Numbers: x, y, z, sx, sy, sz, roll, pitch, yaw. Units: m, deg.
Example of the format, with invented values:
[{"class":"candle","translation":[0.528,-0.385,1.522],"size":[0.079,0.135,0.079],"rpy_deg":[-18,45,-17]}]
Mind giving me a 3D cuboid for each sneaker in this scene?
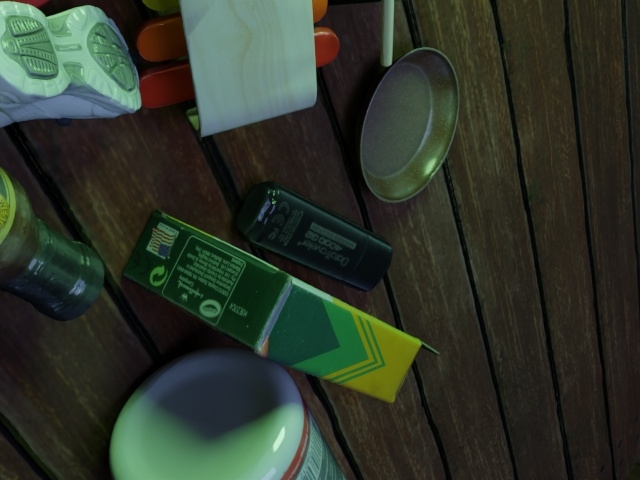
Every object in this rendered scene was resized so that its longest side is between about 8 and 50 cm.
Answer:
[{"class":"sneaker","translation":[-0.232,-0.134,0.764],"size":[0.232,0.115,0.090],"rpy_deg":[-8,82,-71]}]

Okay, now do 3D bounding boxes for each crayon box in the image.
[{"class":"crayon box","translation":[-0.029,0.082,1.017],"size":[0.318,0.202,0.081],"rpy_deg":[29,86,-52]}]

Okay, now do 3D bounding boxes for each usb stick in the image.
[{"class":"usb stick","translation":[0.000,0.000,1.140],"size":[0.278,0.045,0.077],"rpy_deg":[25,96,-53]}]

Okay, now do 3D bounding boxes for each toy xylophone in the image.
[{"class":"toy xylophone","translation":[-0.048,-0.224,0.835],"size":[0.236,0.081,0.323],"rpy_deg":[-11,135,-19]}]

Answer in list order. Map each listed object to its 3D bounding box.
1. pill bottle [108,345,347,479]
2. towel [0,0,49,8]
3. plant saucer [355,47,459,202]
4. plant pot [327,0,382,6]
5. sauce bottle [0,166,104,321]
[{"class":"pill bottle","translation":[-0.072,0.302,1.074],"size":[0.210,0.210,0.363],"rpy_deg":[-47,139,-24]},{"class":"towel","translation":[-0.208,-0.307,0.693],"size":[0.199,0.031,0.275],"rpy_deg":[-44,150,-27]},{"class":"plant saucer","translation":[0.103,-0.146,1.195],"size":[0.198,0.036,0.199],"rpy_deg":[-27,129,-41]},{"class":"plant pot","translation":[0.066,-0.337,0.947],"size":[0.187,0.188,0.167],"rpy_deg":[-29,115,-39]},{"class":"sauce bottle","translation":[-0.296,-0.032,0.711],"size":[0.111,0.111,0.344],"rpy_deg":[-61,143,-8]}]
